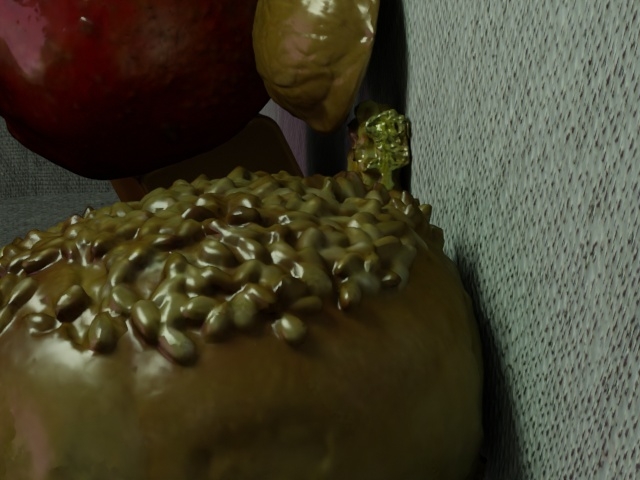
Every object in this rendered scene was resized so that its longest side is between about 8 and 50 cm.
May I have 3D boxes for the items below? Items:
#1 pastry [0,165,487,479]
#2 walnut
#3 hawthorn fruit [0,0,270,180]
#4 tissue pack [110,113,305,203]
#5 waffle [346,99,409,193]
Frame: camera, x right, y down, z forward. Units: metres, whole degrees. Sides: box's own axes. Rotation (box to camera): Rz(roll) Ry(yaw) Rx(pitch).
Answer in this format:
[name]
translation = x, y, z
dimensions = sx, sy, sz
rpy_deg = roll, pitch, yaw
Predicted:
[pastry]
translation = -0.080, 0.087, 1.125
dimensions = 0.409, 0.409, 0.245
rpy_deg = -153, 49, -81
[walnut]
translation = -0.008, -0.168, 1.372
dimensions = 0.211, 0.087, 0.167
rpy_deg = -135, 59, -83
[hawthorn fruit]
translation = -0.181, -0.181, 1.513
dimensions = 0.265, 0.307, 0.265
rpy_deg = -21, -90, -86
[tissue pack]
translation = -0.101, -0.030, 1.716
dimensions = 0.194, 0.145, 0.274
rpy_deg = 65, 170, -17
[waffle]
translation = 0.042, -0.005, 1.333
dimensions = 0.160, 0.046, 0.192
rpy_deg = -100, 13, -56
